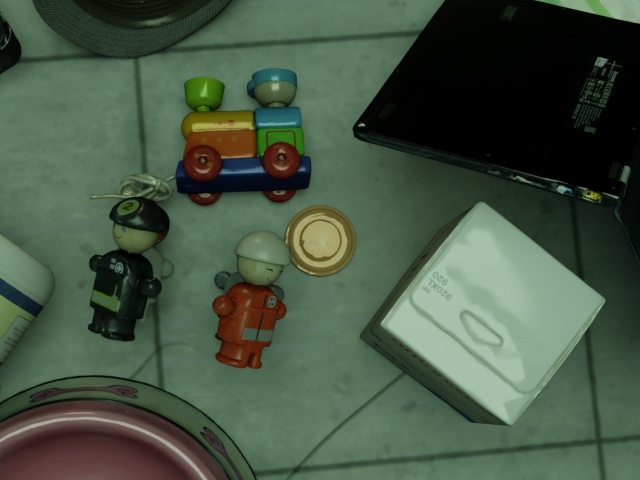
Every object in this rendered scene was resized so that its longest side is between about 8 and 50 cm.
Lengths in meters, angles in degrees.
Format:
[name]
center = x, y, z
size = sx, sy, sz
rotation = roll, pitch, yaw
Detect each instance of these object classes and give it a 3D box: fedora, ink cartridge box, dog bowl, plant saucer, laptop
[fedora]
center = -0.199, -0.347, 1.496
size = 0.244, 0.275, 0.124
rotation = 20, 40, -38
[ink cartridge box]
center = 0.167, 0.085, 1.441
size = 0.171, 0.232, 0.168
rotation = 38, 82, 0
[dog bowl]
center = -0.250, 0.348, 1.423
size = 0.408, 0.150, 0.408
rotation = 0, 84, -4
[plant saucer]
center = 0.000, 0.000, 1.550
size = 0.083, 0.013, 0.083
rotation = 0, 83, -3
[laptop]
center = 0.273, -0.059, 1.428
size = 0.408, 0.382, 0.236
rotation = 16, 126, 13

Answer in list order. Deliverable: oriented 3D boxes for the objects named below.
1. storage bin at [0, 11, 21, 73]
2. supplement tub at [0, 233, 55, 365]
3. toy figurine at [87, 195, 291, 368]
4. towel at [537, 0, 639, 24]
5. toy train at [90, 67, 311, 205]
[storage bin]
center = -0.437, -0.260, 1.513
size = 0.122, 0.084, 0.180
rotation = -34, 88, -7
[supplement tub]
center = -0.459, 0.105, 1.392
size = 0.235, 0.235, 0.325
rotation = 35, 82, 0
[toy figurine]
center = -0.137, 0.037, 1.436
size = 0.213, 0.209, 0.148
rotation = 13, 94, -2
[towel]
center = 0.351, -0.375, 1.553
size = 0.325, 0.038, 0.248
rotation = -39, 87, 16
[toy train]
center = -0.138, -0.121, 1.516
size = 0.248, 0.105, 0.143
rotation = -2, 73, -4
